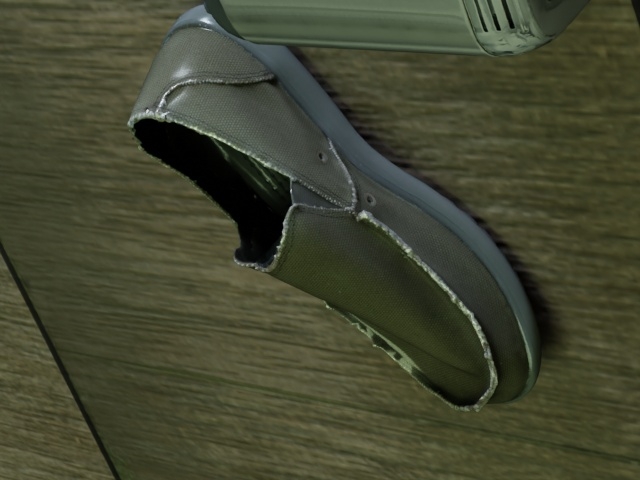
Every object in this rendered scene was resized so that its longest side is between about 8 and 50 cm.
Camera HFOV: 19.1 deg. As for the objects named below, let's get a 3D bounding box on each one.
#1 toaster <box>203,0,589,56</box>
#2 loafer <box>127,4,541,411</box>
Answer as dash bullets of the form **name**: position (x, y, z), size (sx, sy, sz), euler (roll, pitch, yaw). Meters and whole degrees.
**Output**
- **toaster**: position (0.025, -0.156, 0.710), size (0.146, 0.129, 0.227), euler (11, 133, 33)
- **loafer**: position (0.000, 0.000, 0.928), size (0.251, 0.087, 0.094), euler (44, 145, -1)
